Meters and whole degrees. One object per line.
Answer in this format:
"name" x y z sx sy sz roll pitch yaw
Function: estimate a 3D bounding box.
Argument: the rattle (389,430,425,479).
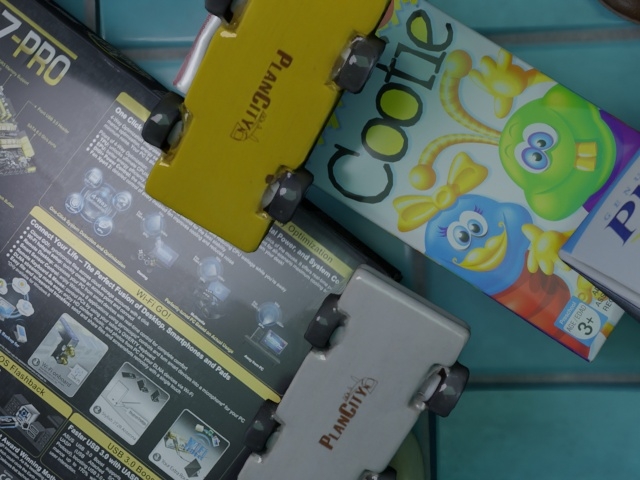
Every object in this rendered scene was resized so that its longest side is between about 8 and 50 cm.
"rattle" 0.010 0.147 0.964 0.130 0.143 0.199 14 75 -24

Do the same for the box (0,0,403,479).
"box" -0.190 0.031 0.957 0.395 0.097 0.318 37 97 6

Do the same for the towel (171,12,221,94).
"towel" -0.036 -0.152 0.882 0.029 0.197 0.144 29 94 6

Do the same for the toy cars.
"toy cars" 0.000 0.000 0.804 0.176 0.087 0.393 -7 112 20

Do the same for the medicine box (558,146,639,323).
"medicine box" 0.340 -0.002 0.773 0.289 0.149 0.263 36 93 -31

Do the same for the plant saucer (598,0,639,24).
"plant saucer" 0.248 -0.231 0.896 0.168 0.029 0.168 9 104 37

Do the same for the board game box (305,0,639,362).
"board game box" 0.101 -0.055 0.892 0.275 0.142 0.144 32 95 6
